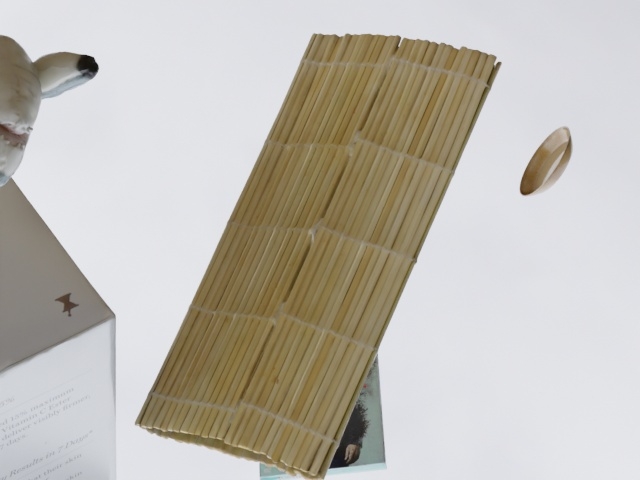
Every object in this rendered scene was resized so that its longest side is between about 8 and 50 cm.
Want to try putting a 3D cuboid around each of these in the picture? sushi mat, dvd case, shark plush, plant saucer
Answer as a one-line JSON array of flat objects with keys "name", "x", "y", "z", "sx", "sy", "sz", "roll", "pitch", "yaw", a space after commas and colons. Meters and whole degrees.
[{"name": "sushi mat", "x": 0.000, "y": 0.000, "z": 1.112, "sx": 0.151, "sy": 0.316, "sz": 0.019, "roll": 12, "pitch": 160, "yaw": 34}, {"name": "dvd case", "x": -0.001, "y": 0.104, "z": 1.138, "sx": 0.087, "sy": 0.013, "sz": 0.119, "roll": -7, "pitch": -121, "yaw": 7}, {"name": "shark plush", "x": -0.170, "y": -0.061, "z": 0.735, "sx": 0.073, "sy": 0.067, "sz": 0.161, "roll": 16, "pitch": 176, "yaw": -44}, {"name": "plant saucer", "x": 0.232, "y": -0.077, "z": 1.687, "sx": 0.015, "sy": 0.083, "sz": 0.083, "roll": 32, "pitch": -160, "yaw": -14}]

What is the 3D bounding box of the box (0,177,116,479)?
[{"name": "box", "x": -0.268, "y": 0.140, "z": 1.117, "sx": 0.215, "sy": 0.345, "sz": 0.168, "roll": -25, "pitch": -122, "yaw": -25}]
